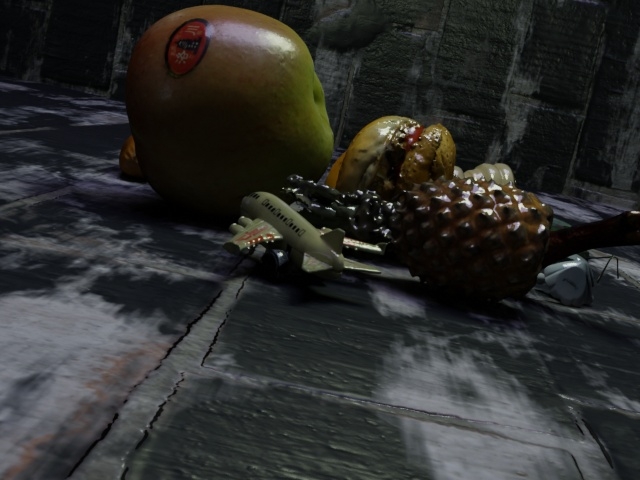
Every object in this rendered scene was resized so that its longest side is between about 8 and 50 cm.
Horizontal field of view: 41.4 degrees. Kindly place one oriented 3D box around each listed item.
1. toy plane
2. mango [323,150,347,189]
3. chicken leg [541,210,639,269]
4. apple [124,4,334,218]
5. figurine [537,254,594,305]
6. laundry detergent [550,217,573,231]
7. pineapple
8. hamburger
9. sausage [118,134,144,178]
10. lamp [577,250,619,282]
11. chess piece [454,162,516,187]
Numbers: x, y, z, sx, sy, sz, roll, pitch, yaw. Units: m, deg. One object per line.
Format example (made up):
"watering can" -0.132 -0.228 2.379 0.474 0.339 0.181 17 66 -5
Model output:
"toy plane" -0.039 -0.001 1.060 0.229 0.092 0.244 2 13 -36
"mango" 0.085 -0.097 1.569 0.154 0.126 0.252 8 30 12
"chicken leg" 0.307 0.009 1.265 0.158 0.096 0.407 -20 5 -28
"apple" -0.135 -0.204 1.342 0.305 0.338 0.338 0 9 9
"figurine" 0.378 0.062 1.290 0.094 0.082 0.086 36 -5 3
"laundry detergent" 0.500 -0.005 1.788 0.137 0.063 0.211 20 11 7
"pineapple" 0.122 -0.022 1.145 0.361 0.175 0.175 15 11 11
"hamburger" 0.123 -0.086 1.345 0.163 0.244 0.244 11 10 13
"sausage" -0.336 -0.171 1.639 0.098 0.098 0.238 11 9 -7
"lamp" 0.505 0.041 1.563 0.041 0.054 0.121 9 10 -15
"chess piece" 0.349 -0.138 2.152 0.261 0.142 0.143 4 12 -18
